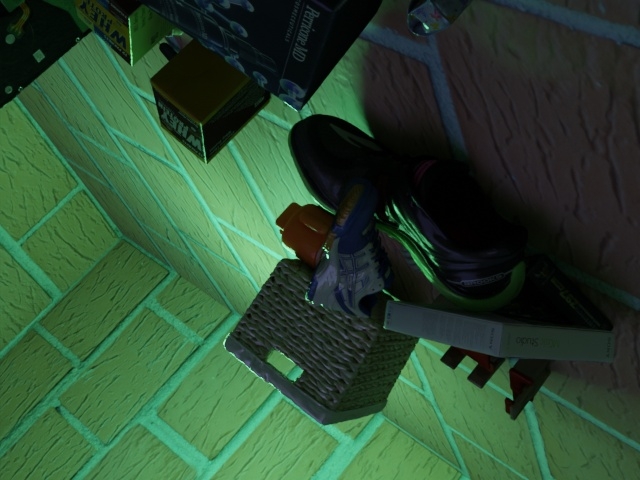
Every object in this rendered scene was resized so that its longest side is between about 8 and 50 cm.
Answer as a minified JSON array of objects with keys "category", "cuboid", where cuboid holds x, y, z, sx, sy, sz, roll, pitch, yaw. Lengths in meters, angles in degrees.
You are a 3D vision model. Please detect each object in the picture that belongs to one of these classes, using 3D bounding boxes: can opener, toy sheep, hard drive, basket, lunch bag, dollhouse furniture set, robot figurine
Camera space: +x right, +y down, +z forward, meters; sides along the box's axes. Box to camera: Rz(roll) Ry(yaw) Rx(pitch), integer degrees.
[{"category":"can opener","cuboid":[-0.285,-0.356,2.042,0.186,0.073,0.059,51,172,2]},{"category":"toy sheep","cuboid":[0.200,0.019,1.817,0.132,0.091,0.091,43,164,-19]},{"category":"hard drive","cuboid":[-0.659,-0.485,2.081,0.064,0.339,0.237,32,161,38]},{"category":"basket","cuboid":[0.019,0.225,2.211,0.328,0.266,0.331,35,-166,25]},{"category":"lunch bag","cuboid":[0.147,-0.297,1.181,0.053,0.071,0.083,45,164,-13]},{"category":"dollhouse furniture set","cuboid":[0.334,0.238,1.960,0.259,0.135,0.262,33,161,29]},{"category":"robot figurine","cuboid":[0.001,0.001,2.151,0.219,0.128,0.158,34,126,26]}]

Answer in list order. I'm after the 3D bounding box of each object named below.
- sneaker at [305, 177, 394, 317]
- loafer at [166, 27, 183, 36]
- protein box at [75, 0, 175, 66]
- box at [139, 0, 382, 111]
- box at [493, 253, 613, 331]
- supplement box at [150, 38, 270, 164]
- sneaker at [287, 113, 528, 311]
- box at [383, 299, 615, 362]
[{"category":"sneaker","cuboid":[0.070,0.015,1.549,0.131,0.111,0.296,22,142,4]},{"category":"loafer","cuboid":[-0.351,-0.488,1.802,0.102,0.092,0.268,26,157,44]},{"category":"protein box","cuboid":[-0.303,-0.444,1.611,0.136,0.201,0.200,42,163,2]},{"category":"box","cuboid":[-0.108,-0.400,1.195,0.396,0.212,0.293,35,162,1]},{"category":"box","cuboid":[0.383,0.115,1.681,0.183,0.059,0.233,46,162,-7]},{"category":"supplement box","cuboid":[-0.205,-0.284,1.800,0.129,0.191,0.194,40,164,10]},{"category":"sneaker","cuboid":[0.155,-0.088,1.580,0.483,0.185,0.202,36,141,19]},{"category":"box","cuboid":[0.287,0.149,1.564,0.232,0.058,0.322,7,-179,-29]}]
